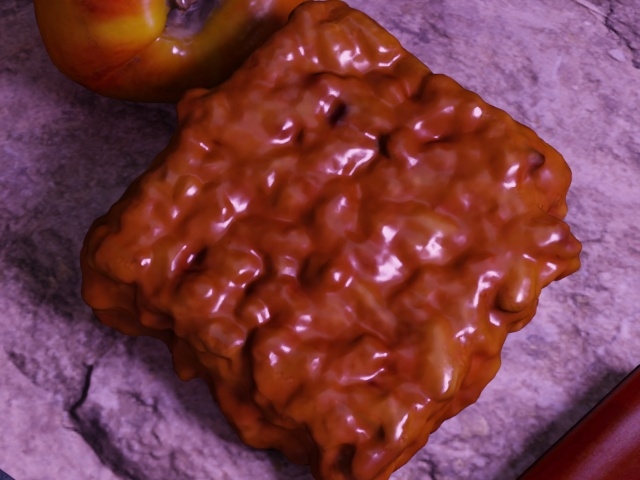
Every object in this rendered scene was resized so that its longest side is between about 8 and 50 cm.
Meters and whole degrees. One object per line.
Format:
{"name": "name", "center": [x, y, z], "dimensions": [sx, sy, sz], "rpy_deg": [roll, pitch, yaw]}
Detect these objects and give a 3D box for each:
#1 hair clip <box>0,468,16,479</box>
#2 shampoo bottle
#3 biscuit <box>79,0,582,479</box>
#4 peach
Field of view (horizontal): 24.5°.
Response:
{"name": "hair clip", "center": [-0.237, 0.181, 1.039], "dimensions": [0.229, 0.039, 0.070], "rpy_deg": [29, 53, 27]}
{"name": "shampoo bottle", "center": [0.229, 0.155, 1.055], "dimensions": [0.102, 0.064, 0.260], "rpy_deg": [36, 56, 27]}
{"name": "biscuit", "center": [0.011, -0.002, 1.093], "dimensions": [0.312, 0.110, 0.318], "rpy_deg": [38, 78, 19]}
{"name": "peach", "center": [-0.130, -0.240, 1.286], "dimensions": [0.281, 0.238, 0.281], "rpy_deg": [-32, 29, 20]}
